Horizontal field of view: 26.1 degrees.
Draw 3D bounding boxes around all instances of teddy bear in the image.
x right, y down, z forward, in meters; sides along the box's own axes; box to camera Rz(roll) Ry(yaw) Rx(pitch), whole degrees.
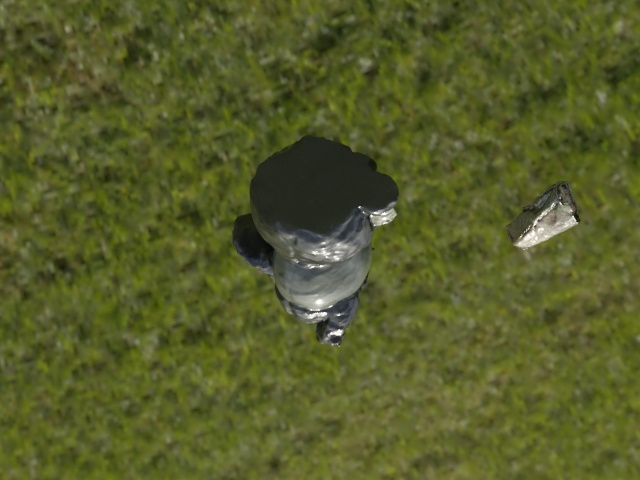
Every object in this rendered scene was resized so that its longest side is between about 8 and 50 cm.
[{"bbox_3d":[-0.010,-0.013,1.469,0.144,0.171,0.251,-52,166,-26],"label":"teddy bear"}]

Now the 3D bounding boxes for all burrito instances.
[{"bbox_3d":[0.265,-0.028,1.623,0.055,0.041,0.149,17,155,-14],"label":"burrito"}]
